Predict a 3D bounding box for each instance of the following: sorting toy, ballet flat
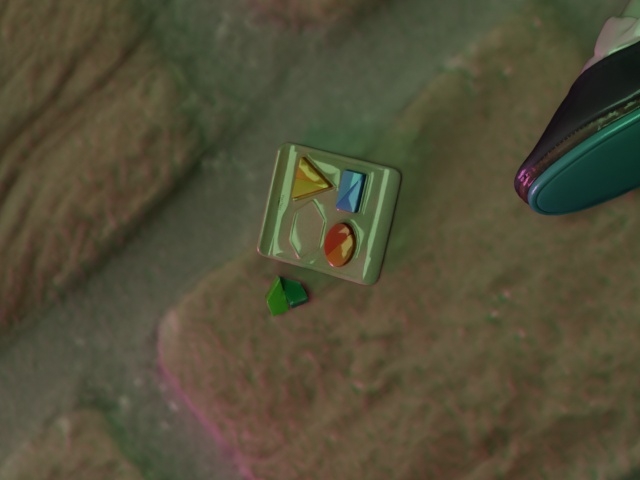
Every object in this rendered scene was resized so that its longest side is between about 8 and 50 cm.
[{"bbox_3d":[0.000,0.000,0.632,0.062,0.012,0.083,15,98,16],"label":"sorting toy"},{"bbox_3d":[0.166,-0.080,0.549,0.203,0.074,0.074,-28,85,24],"label":"ballet flat"}]
